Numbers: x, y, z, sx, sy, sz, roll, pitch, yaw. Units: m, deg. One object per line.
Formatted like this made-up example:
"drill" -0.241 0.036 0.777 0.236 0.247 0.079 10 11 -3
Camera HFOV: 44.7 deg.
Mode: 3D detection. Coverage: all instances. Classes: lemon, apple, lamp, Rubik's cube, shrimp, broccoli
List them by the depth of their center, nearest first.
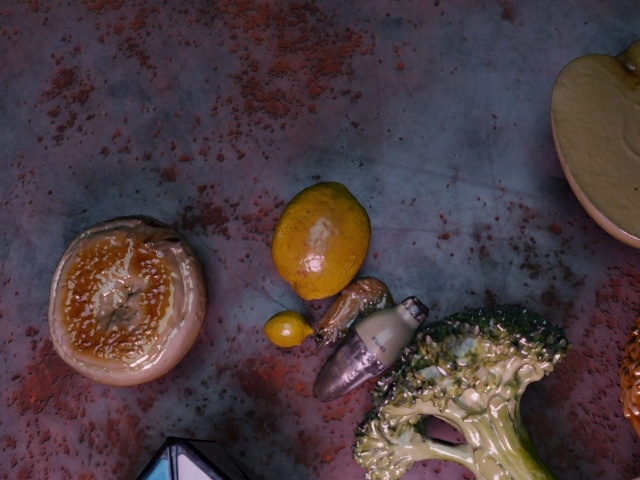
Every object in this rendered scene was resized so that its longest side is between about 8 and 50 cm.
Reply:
"Rubik's cube" -0.179 0.475 1.209 0.248 0.250 0.246 33 81 17
"broccoli" 0.294 0.276 1.219 0.397 0.275 0.353 30 124 21
"apple" 0.570 -0.168 1.283 0.312 0.320 0.360 -43 61 35
"lamp" 0.083 0.189 1.330 0.250 0.101 0.101 -43 73 5
"lemon" 0.000 0.000 1.368 0.170 0.170 0.207 27 83 14
"lemon" -0.057 0.157 1.382 0.092 0.065 0.065 2 74 9
"shrimp" 0.054 0.143 1.390 0.180 0.041 0.099 -44 89 -7

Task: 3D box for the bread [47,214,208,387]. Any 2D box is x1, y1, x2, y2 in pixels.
"bread" -0.333 0.108 1.383 0.306 0.159 0.305 -3 74 10

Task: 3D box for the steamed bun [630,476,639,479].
"steamed bun" 0.460 0.487 1.084 0.272 0.273 0.290 -9 117 8

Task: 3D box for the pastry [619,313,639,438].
"pastry" 0.600 0.150 1.143 0.245 0.409 0.409 32 80 33
